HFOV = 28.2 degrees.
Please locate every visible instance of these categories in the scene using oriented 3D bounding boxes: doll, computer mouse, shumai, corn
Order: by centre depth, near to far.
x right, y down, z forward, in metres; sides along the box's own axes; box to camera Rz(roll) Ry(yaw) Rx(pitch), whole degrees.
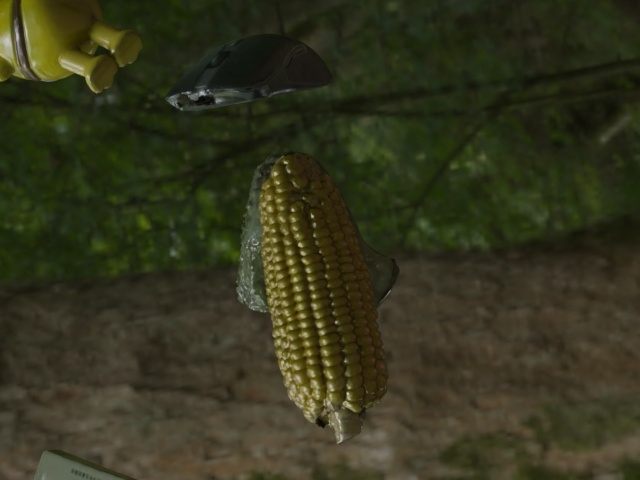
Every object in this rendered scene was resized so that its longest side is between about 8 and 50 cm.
[{"bbox_3d":[-0.001,0.065,1.491,0.130,0.130,0.346,55,-158,-75],"label":"corn"},{"bbox_3d":[-0.107,-0.225,1.696,0.379,0.167,0.090,-31,-69,-66],"label":"computer mouse"},{"bbox_3d":[0.000,0.000,1.710,0.260,0.222,0.225,89,-169,-66],"label":"shumai"},{"bbox_3d":[-0.428,-0.315,1.816,0.199,0.363,0.145,-51,-29,-25],"label":"doll"}]

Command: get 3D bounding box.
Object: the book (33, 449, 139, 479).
[{"bbox_3d":[-0.291,0.461,1.528,0.043,0.260,0.370,22,-99,-53],"label":"book"}]
